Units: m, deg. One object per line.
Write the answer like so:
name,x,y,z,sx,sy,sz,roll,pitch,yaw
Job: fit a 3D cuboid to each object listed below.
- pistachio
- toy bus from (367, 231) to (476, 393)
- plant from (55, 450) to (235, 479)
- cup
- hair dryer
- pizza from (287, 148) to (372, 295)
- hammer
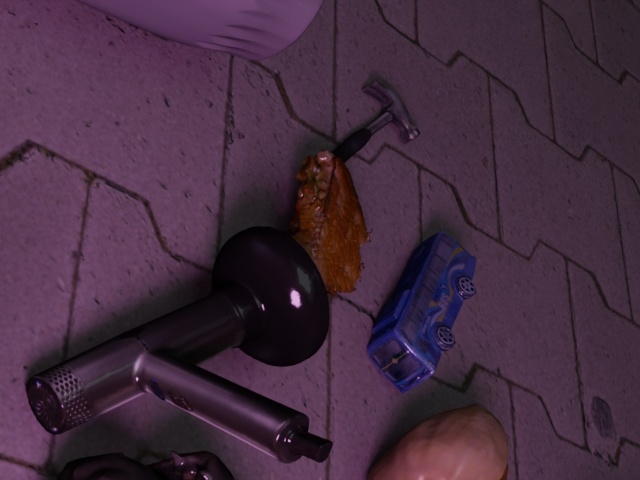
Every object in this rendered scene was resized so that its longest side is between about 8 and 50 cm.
pistachio,0.150,0.279,1.410,0.157,0.157,0.229,62,32,-1
toy bus,0.135,0.091,1.552,0.094,0.079,0.236,37,42,-6
plant,-0.137,0.282,1.074,0.256,0.141,0.164,36,46,-35
cup,-0.176,-0.362,1.317,0.371,0.253,0.253,19,55,-43
hair dryer,-0.076,0.141,1.158,0.284,0.156,0.320,28,36,22
pizza,0.000,0.000,1.460,0.147,0.069,0.226,55,36,-45
hammer,0.053,-0.146,1.633,0.103,0.029,0.246,58,40,-6
